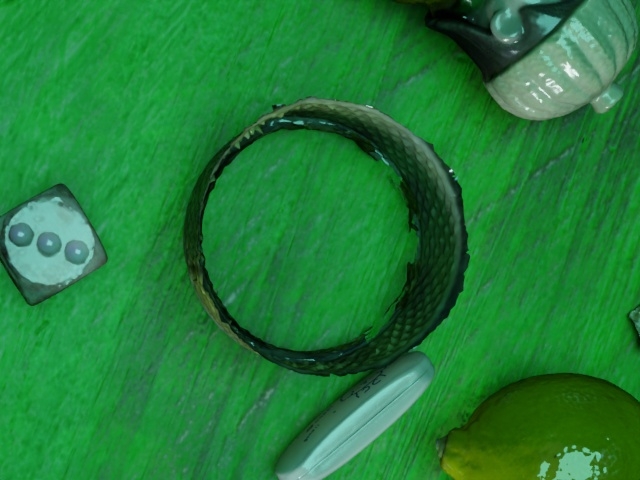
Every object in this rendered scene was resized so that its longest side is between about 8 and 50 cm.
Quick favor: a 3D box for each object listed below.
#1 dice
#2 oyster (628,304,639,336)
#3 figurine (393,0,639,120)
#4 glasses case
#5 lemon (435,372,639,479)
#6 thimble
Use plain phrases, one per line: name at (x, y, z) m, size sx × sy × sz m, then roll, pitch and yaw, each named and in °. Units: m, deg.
dice at (-0.266, 0.004, 1.495) m, size 0.091 × 0.094 × 0.093 m, roll -31°, pitch 94°, yaw -11°
oyster at (0.409, 0.138, 1.675) m, size 0.106 × 0.061 × 0.200 m, roll -18°, pitch 90°, yaw 5°
figurine at (0.165, -0.245, 1.578) m, size 0.332 × 0.185 × 0.205 m, roll 17°, pitch 118°, yaw 6°
glasses case at (0.035, 0.182, 1.567) m, size 0.197 × 0.076 × 0.049 m, roll -39°, pitch 98°, yaw -11°
lemon at (0.240, 0.226, 1.561) m, size 0.248 × 0.184 × 0.184 m, roll 2°, pitch 88°, yaw -13°
thimble at (0.000, 0.000, 1.527) m, size 0.270 × 0.150 × 0.271 m, roll 0°, pitch 89°, yaw -12°
